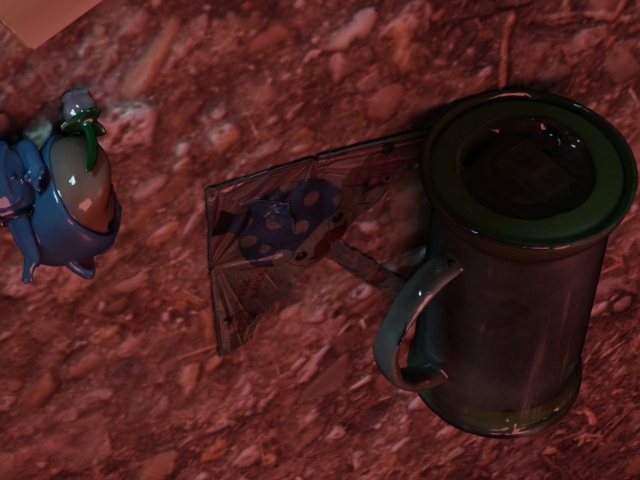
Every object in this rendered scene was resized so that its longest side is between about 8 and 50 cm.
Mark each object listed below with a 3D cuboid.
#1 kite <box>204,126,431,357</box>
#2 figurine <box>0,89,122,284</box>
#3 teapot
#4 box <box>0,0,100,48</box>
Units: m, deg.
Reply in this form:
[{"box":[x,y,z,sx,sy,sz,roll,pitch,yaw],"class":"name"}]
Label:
[{"box":[0.000,0.000,1.733,0.335,0.011,0.314,-44,139,18],"class":"kite"},{"box":[-0.231,-0.052,1.469,0.178,0.114,0.144,22,118,-35],"class":"figurine"},{"box":[0.163,0.054,1.732,0.270,0.200,0.337,-32,147,-27],"class":"teapot"},{"box":[-0.178,-0.259,1.184,0.168,0.212,0.095,-36,140,9],"class":"box"}]
